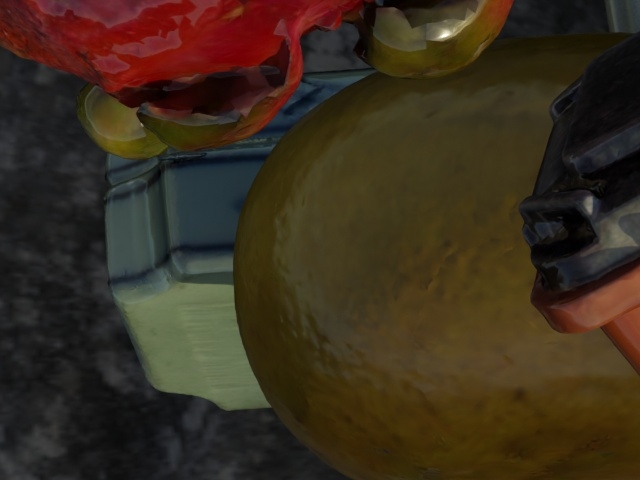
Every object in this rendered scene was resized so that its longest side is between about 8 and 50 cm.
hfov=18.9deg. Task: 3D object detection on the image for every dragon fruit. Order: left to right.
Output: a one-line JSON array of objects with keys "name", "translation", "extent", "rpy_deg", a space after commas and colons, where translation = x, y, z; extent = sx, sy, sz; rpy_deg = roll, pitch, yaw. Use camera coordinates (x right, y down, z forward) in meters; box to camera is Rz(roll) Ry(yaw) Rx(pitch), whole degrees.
[{"name": "dragon fruit", "translation": [-0.001, -0.177, 0.566], "extent": [0.307, 0.227, 0.243], "rpy_deg": [-30, 40, 22]}]

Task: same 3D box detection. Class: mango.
[{"name": "mango", "translation": [0.144, 0.008, 0.992], "extent": [0.445, 0.301, 0.221], "rpy_deg": [-24, 39, 46]}]

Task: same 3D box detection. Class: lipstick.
[{"name": "lipstick", "translation": [0.288, -0.224, 1.798], "extent": [0.063, 0.057, 0.186], "rpy_deg": [-5, 100, 26]}]

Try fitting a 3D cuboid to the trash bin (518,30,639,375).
[{"name": "trash bin", "translation": [0.200, 0.021, 0.629], "extent": [0.184, 0.161, 0.239], "rpy_deg": [-32, 103, 23]}]

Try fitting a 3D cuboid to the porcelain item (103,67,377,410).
[{"name": "porcelain item", "translation": [0.000, 0.000, 1.339], "extent": [0.281, 0.286, 0.157], "rpy_deg": [-3, 66, 4]}]
